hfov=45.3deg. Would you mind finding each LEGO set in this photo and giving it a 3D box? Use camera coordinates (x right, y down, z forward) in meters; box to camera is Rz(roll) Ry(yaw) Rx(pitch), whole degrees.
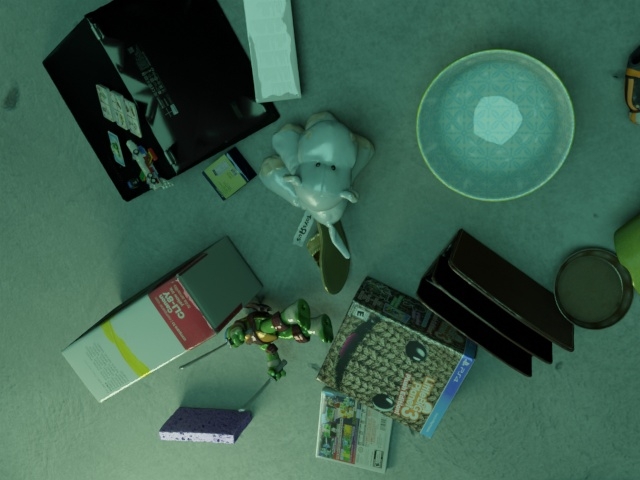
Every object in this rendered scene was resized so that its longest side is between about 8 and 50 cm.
[{"bbox_3d":[-0.405,-0.212,1.675,0.182,0.060,0.244,29,136,44],"label":"LEGO set"}]

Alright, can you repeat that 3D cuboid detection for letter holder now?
[{"bbox_3d":[0.359,0.150,1.593,0.301,0.214,0.152,35,115,1],"label":"letter holder"}]

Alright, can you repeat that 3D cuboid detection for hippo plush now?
[{"bbox_3d":[-0.024,-0.133,1.549,0.234,0.236,0.294,14,90,6],"label":"hippo plush"}]

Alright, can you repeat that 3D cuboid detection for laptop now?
[{"bbox_3d":[-0.371,-0.343,1.736,0.407,0.236,0.382,-30,101,-5],"label":"laptop"}]

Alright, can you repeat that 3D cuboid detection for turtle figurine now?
[{"bbox_3d":[-0.118,0.250,1.735,0.266,0.275,0.198,-22,108,29],"label":"turtle figurine"}]

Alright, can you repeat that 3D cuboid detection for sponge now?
[{"bbox_3d":[-0.292,0.470,1.952,0.210,0.117,0.031,-1,108,17],"label":"sponge"}]

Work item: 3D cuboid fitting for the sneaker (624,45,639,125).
[{"bbox_3d":[0.714,-0.316,1.371,0.321,0.124,0.180,-7,108,18],"label":"sneaker"}]

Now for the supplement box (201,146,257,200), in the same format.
[{"bbox_3d":[-0.206,-0.151,1.735,0.083,0.056,0.083,-35,97,24],"label":"supplement box"}]

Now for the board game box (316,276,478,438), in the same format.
[{"bbox_3d":[0.175,0.260,1.727,0.291,0.141,0.232,25,114,6],"label":"board game box"}]

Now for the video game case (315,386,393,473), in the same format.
[{"bbox_3d":[0.084,0.470,1.896,0.183,0.023,0.201,10,113,12],"label":"video game case"}]

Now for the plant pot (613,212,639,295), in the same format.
[{"bbox_3d":[0.709,0.001,1.433,0.254,0.276,0.276,-36,97,36],"label":"plant pot"}]

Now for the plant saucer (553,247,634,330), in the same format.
[{"bbox_3d":[0.562,0.101,1.588,0.168,0.029,0.169,0,86,-1],"label":"plant saucer"}]

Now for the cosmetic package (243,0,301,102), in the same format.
[{"bbox_3d":[-0.100,-0.414,1.598,0.098,0.060,0.239,-5,108,2],"label":"cosmetic package"}]

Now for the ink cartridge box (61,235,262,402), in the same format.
[{"bbox_3d":[-0.365,0.181,1.779,0.384,0.279,0.160,-32,97,24],"label":"ink cartridge box"}]

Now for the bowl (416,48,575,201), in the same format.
[{"bbox_3d":[0.341,-0.235,1.491,0.289,0.156,0.290,5,111,14],"label":"bowl"}]

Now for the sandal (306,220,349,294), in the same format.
[{"bbox_3d":[0.005,-0.001,1.733,0.079,0.088,0.240,7,107,47],"label":"sandal"}]
